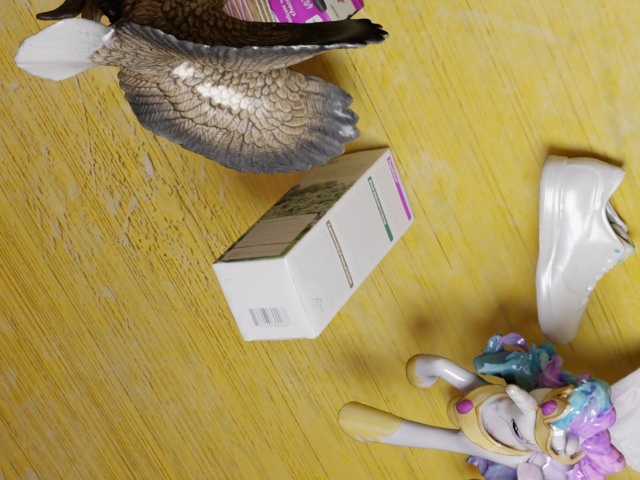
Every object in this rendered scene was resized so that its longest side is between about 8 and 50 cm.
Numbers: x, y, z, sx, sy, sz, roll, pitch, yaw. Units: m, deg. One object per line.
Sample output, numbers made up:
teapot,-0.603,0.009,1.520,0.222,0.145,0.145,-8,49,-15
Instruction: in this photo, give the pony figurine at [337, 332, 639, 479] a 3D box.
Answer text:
pony figurine,0.235,0.232,1.189,0.351,0.302,0.363,35,161,-19

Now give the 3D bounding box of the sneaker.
sneaker,0.266,0.018,1.158,0.094,0.080,0.212,4,122,16

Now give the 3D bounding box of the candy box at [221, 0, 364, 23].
candy box,-0.093,-0.249,1.194,0.233,0.071,0.159,-22,108,41

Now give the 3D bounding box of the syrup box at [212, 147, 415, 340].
syrup box,0.000,0.000,1.195,0.093,0.237,0.096,-5,116,35

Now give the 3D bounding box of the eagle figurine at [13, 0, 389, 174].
eagle figurine,-0.104,-0.184,1.074,0.298,0.226,0.225,39,113,7
